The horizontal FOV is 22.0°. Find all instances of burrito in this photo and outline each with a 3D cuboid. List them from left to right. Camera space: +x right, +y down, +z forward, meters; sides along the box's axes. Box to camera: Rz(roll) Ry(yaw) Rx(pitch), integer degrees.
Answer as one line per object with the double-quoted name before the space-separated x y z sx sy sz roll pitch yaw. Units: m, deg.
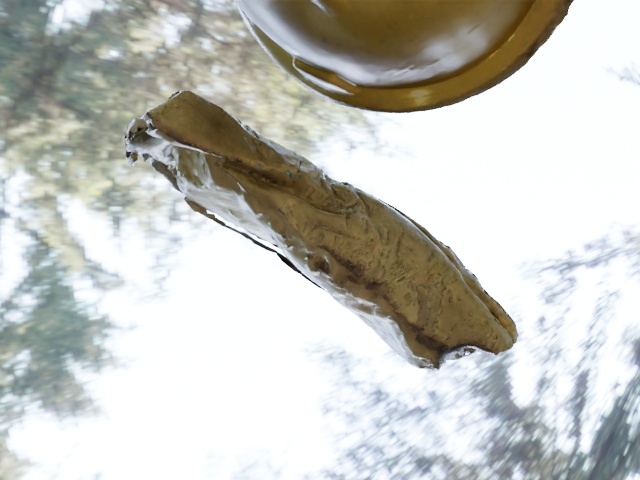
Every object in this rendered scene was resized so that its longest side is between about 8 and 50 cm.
"burrito" 0.001 -0.002 0.827 0.229 0.058 0.063 32 -71 -19

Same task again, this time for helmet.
"helmet" 0.008 -0.191 0.777 0.205 0.140 0.257 -33 -113 18
